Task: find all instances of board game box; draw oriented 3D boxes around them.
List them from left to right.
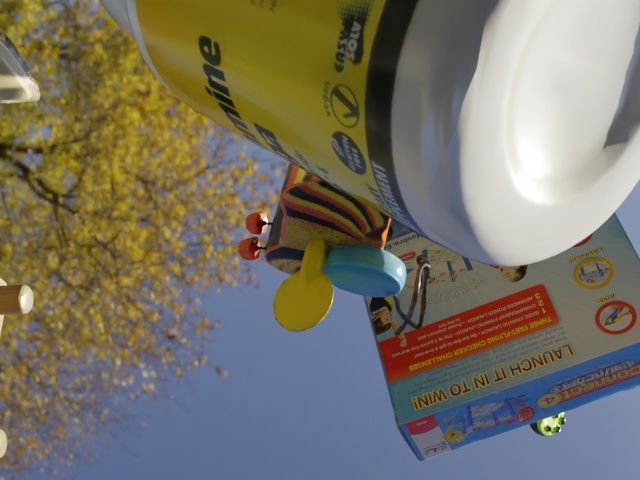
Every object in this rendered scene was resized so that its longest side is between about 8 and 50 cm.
[{"bbox_3d":[0.209,0.061,1.143,0.308,0.086,0.302,-20,-134,8],"label":"board game box"}]

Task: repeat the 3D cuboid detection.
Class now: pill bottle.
[{"bbox_3d":[0.013,-0.132,0.539,0.188,0.188,0.334,-27,-141,-30],"label":"pill bottle"}]

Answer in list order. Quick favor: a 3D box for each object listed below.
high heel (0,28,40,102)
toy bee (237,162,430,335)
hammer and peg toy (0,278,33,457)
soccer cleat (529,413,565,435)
[{"bbox_3d":[-0.381,-0.239,0.940,0.093,0.261,0.186,-40,-131,18],"label":"high heel"},{"bbox_3d":[0.000,0.000,0.830,0.162,0.298,0.195,8,-135,12],"label":"toy bee"},{"bbox_3d":[-0.465,0.109,1.073,0.127,0.361,0.266,-2,-113,14],"label":"hammer and peg toy"},{"bbox_3d":[0.289,0.215,1.303,0.072,0.060,0.179,3,-173,24],"label":"soccer cleat"}]
